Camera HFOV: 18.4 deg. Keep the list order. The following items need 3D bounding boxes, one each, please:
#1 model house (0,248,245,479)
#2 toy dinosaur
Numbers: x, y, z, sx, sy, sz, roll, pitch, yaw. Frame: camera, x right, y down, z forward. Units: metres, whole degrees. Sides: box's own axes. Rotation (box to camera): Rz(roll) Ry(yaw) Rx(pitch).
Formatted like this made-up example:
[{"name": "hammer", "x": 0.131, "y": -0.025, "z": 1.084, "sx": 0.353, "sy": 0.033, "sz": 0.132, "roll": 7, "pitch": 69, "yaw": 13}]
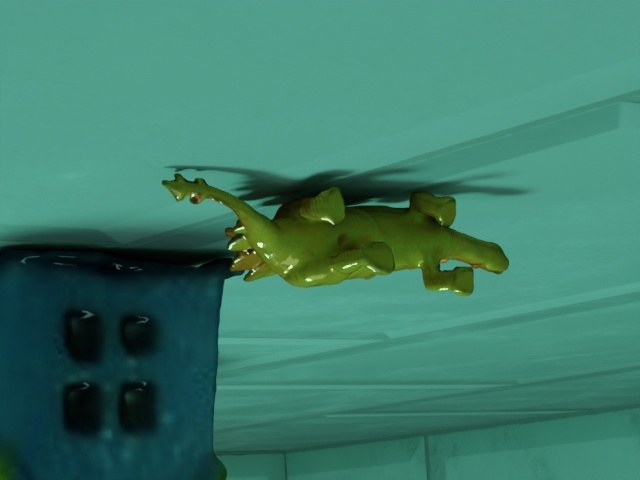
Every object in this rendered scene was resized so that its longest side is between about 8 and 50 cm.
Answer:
[{"name": "model house", "x": -0.200, "y": 0.160, "z": 1.519, "sx": 0.216, "sy": 0.303, "sz": 0.237, "roll": 9, "pitch": 167, "yaw": -29}, {"name": "toy dinosaur", "x": 0.000, "y": 0.000, "z": 1.283, "sx": 0.288, "sy": 0.070, "sz": 0.117, "roll": 8, "pitch": 166, "yaw": -34}]
